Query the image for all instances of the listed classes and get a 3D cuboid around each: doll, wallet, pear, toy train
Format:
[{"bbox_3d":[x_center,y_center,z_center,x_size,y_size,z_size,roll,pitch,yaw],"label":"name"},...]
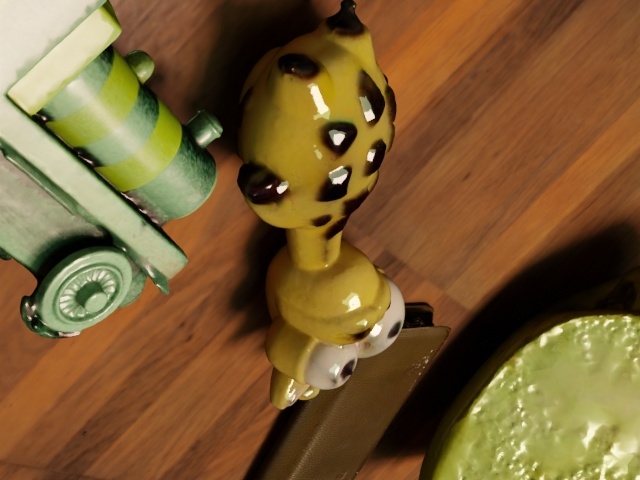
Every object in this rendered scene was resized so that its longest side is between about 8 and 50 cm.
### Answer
[{"bbox_3d":[0.001,0.000,0.548,0.117,0.086,0.291,-40,148,-30],"label":"doll"},{"bbox_3d":[0.020,0.135,0.753,0.110,0.031,0.198,-1,129,-43],"label":"wallet"},{"bbox_3d":[0.252,0.150,0.843,0.176,0.287,0.281,-53,156,-77],"label":"pear"},{"bbox_3d":[-0.117,-0.044,0.401,0.132,0.083,0.200,-43,145,-2],"label":"toy train"}]
